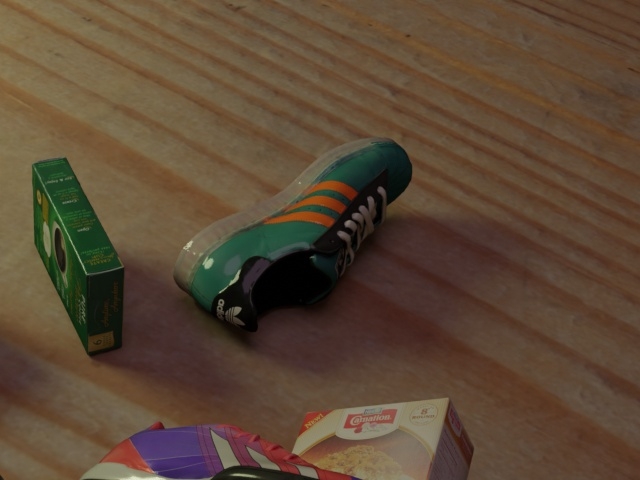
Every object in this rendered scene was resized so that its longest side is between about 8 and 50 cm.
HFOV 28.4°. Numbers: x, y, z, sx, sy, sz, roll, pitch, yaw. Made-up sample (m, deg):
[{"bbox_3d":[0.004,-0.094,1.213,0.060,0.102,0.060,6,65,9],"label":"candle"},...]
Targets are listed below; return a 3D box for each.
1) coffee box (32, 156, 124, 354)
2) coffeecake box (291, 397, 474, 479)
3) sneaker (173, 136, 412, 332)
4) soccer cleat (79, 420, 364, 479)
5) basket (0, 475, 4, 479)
[{"bbox_3d":[-0.245,0.014,1.272,0.040,0.113,0.184,-12,43,-24],"label":"coffee box"},{"bbox_3d":[0.037,0.225,1.055,0.142,0.068,0.185,-10,34,27],"label":"coffeecake box"},{"bbox_3d":[0.000,0.000,1.328,0.302,0.108,0.121,-33,54,-26],"label":"sneaker"},{"bbox_3d":[-0.059,0.194,1.013,0.318,0.108,0.116,-5,31,39],"label":"soccer cleat"},{"bbox_3d":[-0.331,0.273,0.942,0.227,0.154,0.204,-29,51,-29],"label":"basket"}]
